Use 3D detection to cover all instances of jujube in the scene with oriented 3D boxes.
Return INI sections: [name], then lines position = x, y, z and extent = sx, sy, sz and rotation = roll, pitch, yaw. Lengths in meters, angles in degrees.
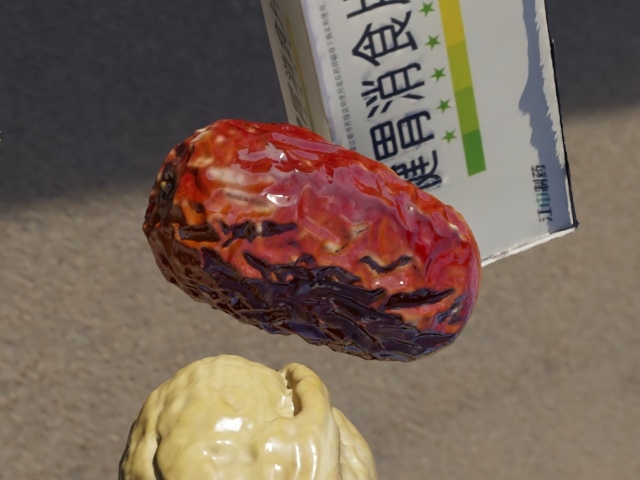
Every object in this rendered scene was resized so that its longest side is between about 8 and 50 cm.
[jujube]
position = 0.000, 0.000, 0.941
extent = 0.176, 0.112, 0.109
rotation = 20, 122, -20

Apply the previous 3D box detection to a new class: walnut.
[walnut]
position = -0.050, 0.184, 1.321
extent = 0.245, 0.198, 0.198
rotation = -97, -177, -57

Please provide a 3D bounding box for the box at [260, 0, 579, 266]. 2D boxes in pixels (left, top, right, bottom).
[box]
position = 0.062, -0.137, 1.318
extent = 0.173, 0.145, 0.333
rotation = -21, 129, -10
